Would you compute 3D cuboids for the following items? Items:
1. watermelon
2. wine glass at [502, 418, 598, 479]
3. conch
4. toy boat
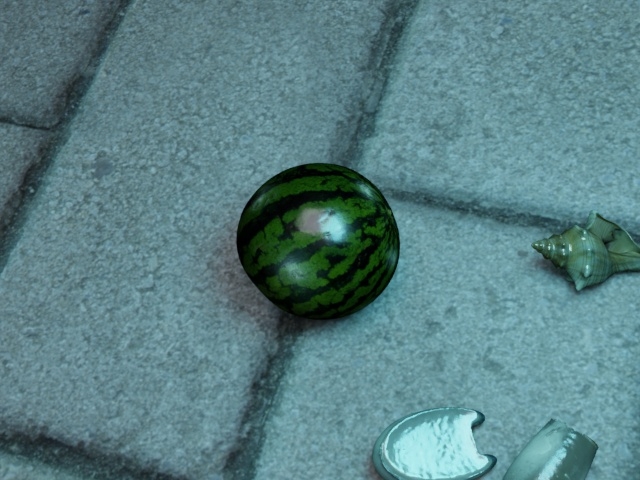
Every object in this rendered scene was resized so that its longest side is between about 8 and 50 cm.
[{"bbox_3d":[0.000,0.000,1.513,0.284,0.285,0.285,-4,64,9],"label":"watermelon"},{"bbox_3d":[0.352,0.391,1.352,0.111,0.111,0.204,32,75,22],"label":"wine glass"},{"bbox_3d":[0.482,0.018,1.518,0.233,0.114,0.137,-4,70,-31],"label":"conch"},{"bbox_3d":[0.189,0.356,1.432,0.207,0.079,0.134,-12,71,-7],"label":"toy boat"}]
